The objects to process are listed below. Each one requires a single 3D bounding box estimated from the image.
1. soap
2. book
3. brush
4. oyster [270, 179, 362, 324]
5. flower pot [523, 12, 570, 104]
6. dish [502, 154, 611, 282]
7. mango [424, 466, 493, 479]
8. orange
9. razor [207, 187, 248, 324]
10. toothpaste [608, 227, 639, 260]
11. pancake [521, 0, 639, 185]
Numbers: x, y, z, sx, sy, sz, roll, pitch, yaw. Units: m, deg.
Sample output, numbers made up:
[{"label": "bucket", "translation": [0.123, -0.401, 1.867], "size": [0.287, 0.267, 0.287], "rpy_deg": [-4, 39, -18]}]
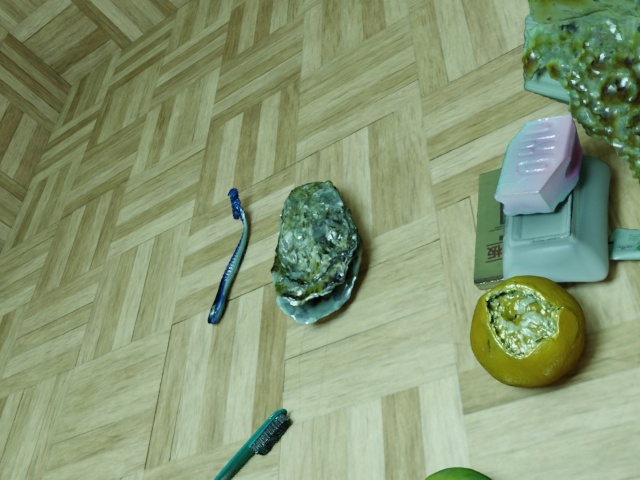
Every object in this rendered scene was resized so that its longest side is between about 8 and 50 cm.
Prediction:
[{"label": "soap", "translation": [0.316, -0.111, 0.955], "size": [0.100, 0.056, 0.149], "rpy_deg": [-2, 55, 39]}, {"label": "book", "translation": [0.325, -0.035, 1.069], "size": [0.161, 0.026, 0.231], "rpy_deg": [-15, 48, 34]}, {"label": "brush", "translation": [-0.118, 0.362, 1.125], "size": [0.193, 0.043, 0.032], "rpy_deg": [-49, 55, -1]}, {"label": "oyster", "translation": [-0.003, -0.004, 1.275], "size": [0.162, 0.158, 0.351], "rpy_deg": [9, 43, -2]}, {"label": "flower pot", "translation": [0.455, -0.306, 1.039], "size": [0.239, 0.209, 0.189], "rpy_deg": [-50, 38, -3]}, {"label": "dish", "translation": [0.337, -0.041, 0.981], "size": [0.151, 0.077, 0.212], "rpy_deg": [-9, 52, 36]}, {"label": "mango", "translation": [0.191, 0.351, 0.805], "size": [0.122, 0.085, 0.191], "rpy_deg": [-52, 37, -11]}, {"label": "orange", "translation": [0.273, 0.119, 0.898], "size": [0.154, 0.134, 0.155], "rpy_deg": [-33, 36, 28]}, {"label": "razor", "translation": [-0.197, 0.039, 1.476], "size": [0.056, 0.093, 0.324], "rpy_deg": [4, 57, 3]}, {"label": "toothpaste", "translation": [0.480, 0.010, 0.877], "size": [0.218, 0.041, 0.064], "rpy_deg": [5, 50, 48]}, {"label": "pancake", "translation": [0.412, -0.219, 0.867], "size": [0.066, 0.305, 0.427], "rpy_deg": [-25, 69, -25]}]
